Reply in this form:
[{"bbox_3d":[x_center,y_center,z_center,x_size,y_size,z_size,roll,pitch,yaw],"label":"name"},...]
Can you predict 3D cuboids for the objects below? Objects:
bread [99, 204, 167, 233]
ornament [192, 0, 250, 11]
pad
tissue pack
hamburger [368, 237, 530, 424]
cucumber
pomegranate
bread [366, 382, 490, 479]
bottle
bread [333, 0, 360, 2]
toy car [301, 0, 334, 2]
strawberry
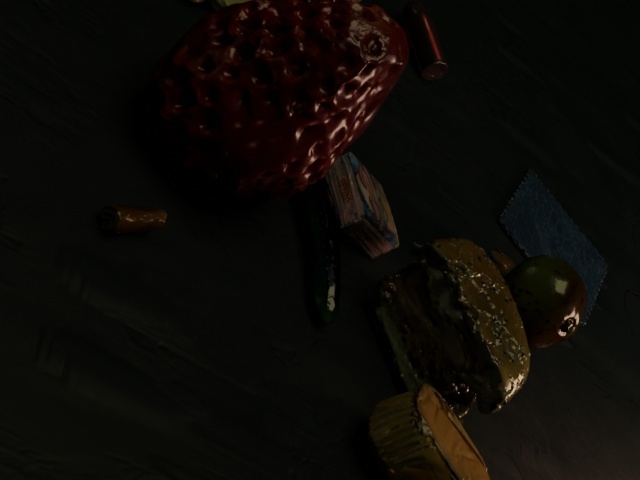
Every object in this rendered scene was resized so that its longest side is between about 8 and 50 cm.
[{"bbox_3d":[-0.235,-0.027,1.521,0.083,0.047,0.036,-1,92,-49],"label":"bread"},{"bbox_3d":[-0.161,-0.424,1.951,0.201,0.059,0.180,35,37,-31],"label":"ornament"},{"bbox_3d":[0.458,0.007,2.362,0.269,0.012,0.270,49,34,-7],"label":"pad"},{"bbox_3d":[0.063,-0.052,1.838,0.155,0.065,0.116,44,27,-64],"label":"tissue pack"},{"bbox_3d":[0.204,0.133,1.802,0.192,0.167,0.288,-7,66,-50],"label":"hamburger"},{"bbox_3d":[0.000,0.000,1.778,0.056,0.056,0.284,24,47,-37],"label":"cucumber"},{"bbox_3d":[0.355,0.092,2.058,0.205,0.159,0.159,42,27,28],"label":"pomegranate"},{"bbox_3d":[0.144,0.295,1.644,0.190,0.114,0.132,61,23,-6],"label":"bread"},{"bbox_3d":[0.199,-0.392,2.355,0.060,0.060,0.164,16,49,-43],"label":"bottle"},{"bbox_3d":[0.083,-0.531,2.125,0.132,0.294,0.167,35,35,-19],"label":"bread"},{"bbox_3d":[-0.005,-0.335,2.052,0.103,0.063,0.216,26,49,-35],"label":"toy car"},{"bbox_3d":[-0.044,-0.222,1.652,0.317,0.345,0.295,11,54,-45],"label":"strawberry"}]
